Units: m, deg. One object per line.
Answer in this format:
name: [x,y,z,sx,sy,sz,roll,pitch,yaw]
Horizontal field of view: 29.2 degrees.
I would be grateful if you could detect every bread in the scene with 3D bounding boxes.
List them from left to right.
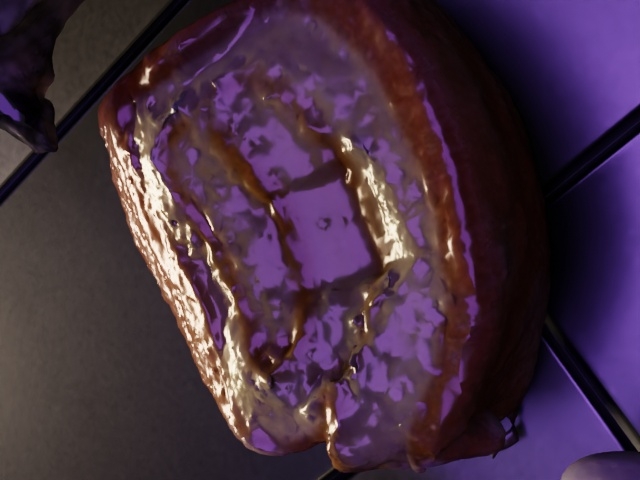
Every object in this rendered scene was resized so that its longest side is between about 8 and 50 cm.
bread: [0.010,-0.005,0.549,0.190,0.123,0.244,-33,80,26]

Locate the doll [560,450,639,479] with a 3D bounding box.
doll: [0.080,0.168,0.532,0.365,0.094,0.160,-16,114,23]

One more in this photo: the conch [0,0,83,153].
conch: [-0.174,-0.165,0.606,0.313,0.186,0.241,-59,28,10]
